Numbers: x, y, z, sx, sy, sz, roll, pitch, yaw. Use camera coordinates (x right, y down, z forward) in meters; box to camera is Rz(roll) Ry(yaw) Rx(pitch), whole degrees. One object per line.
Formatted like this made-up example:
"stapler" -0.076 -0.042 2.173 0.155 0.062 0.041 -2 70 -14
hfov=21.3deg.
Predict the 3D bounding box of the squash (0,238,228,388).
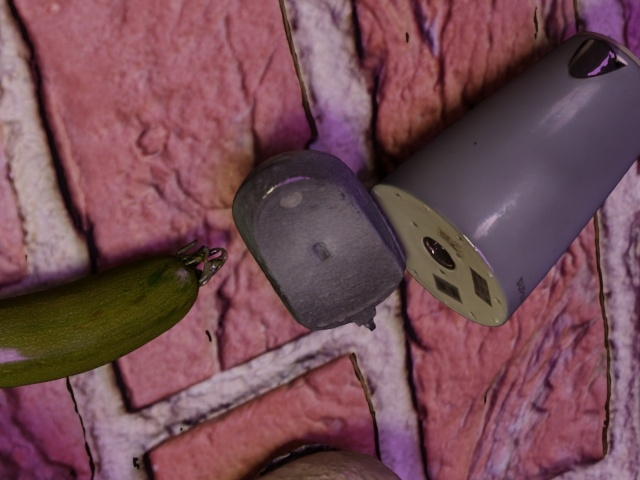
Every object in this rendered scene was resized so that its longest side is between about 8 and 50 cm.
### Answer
"squash" -0.212 0.068 1.311 0.318 0.080 0.071 -12 154 -27

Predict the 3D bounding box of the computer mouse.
"computer mouse" -0.002 -0.005 1.416 0.113 0.068 0.229 -28 137 3

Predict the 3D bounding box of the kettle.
"kettle" 0.185 -0.046 1.480 0.243 0.160 0.210 -42 145 -18

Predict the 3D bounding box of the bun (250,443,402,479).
"bun" -0.004 0.306 1.496 0.239 0.141 0.239 -14 117 -30
